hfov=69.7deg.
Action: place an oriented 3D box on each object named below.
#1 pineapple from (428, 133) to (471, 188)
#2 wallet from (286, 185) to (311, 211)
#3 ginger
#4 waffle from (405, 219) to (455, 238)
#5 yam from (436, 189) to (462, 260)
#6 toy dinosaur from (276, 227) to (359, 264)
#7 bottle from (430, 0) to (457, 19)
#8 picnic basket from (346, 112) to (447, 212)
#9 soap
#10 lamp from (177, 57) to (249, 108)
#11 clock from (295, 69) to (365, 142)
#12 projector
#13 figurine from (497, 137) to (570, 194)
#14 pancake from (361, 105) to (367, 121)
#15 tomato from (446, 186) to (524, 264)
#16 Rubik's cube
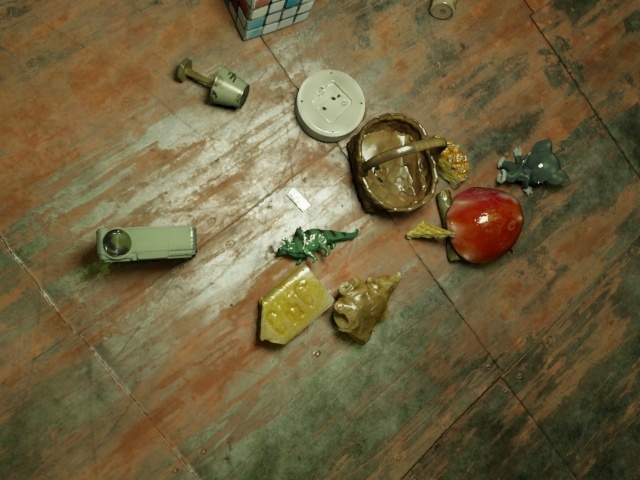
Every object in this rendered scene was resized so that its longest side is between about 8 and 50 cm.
[{"bbox_3d":[0.445,-0.289,1.612,0.233,0.135,0.079,44,76,-5],"label":"pineapple"},{"bbox_3d":[-0.071,-0.138,1.530,0.044,0.011,0.083,-45,97,-13],"label":"wallet"},{"bbox_3d":[0.151,0.193,1.501,0.219,0.123,0.270,47,69,-26],"label":"ginger"},{"bbox_3d":[0.375,-0.017,1.570,0.097,0.153,0.023,-38,128,-18],"label":"waffle"},{"bbox_3d":[0.460,-0.053,1.634,0.061,0.061,0.252,-11,89,-15],"label":"yam"},{"bbox_3d":[0.001,0.018,1.503,0.292,0.079,0.119,-1,87,-18],"label":"toy dinosaur"},{"bbox_3d":[0.465,-0.907,1.694,0.099,0.099,0.152,18,77,-12],"label":"bottle"},{"bbox_3d":[0.259,-0.258,1.470,0.293,0.337,0.336,-15,89,-15],"label":"picnic basket"},{"bbox_3d":[-0.101,0.216,1.456,0.257,0.080,0.160,-40,95,-15],"label":"soap"},{"bbox_3d":[-0.335,-0.495,1.442,0.215,0.121,0.121,26,79,-2],"label":"lamp"},{"bbox_3d":[0.032,-0.451,1.541,0.231,0.083,0.230,1,83,-9],"label":"clock"},{"bbox_3d":[-0.487,0.015,1.318,0.257,0.192,0.099,-3,85,-15],"label":"projector"},{"bbox_3d":[0.765,-0.278,1.696,0.266,0.140,0.192,-2,68,-29],"label":"figurine"},{"bbox_3d":[0.112,-0.460,1.606,0.115,0.011,0.114,1,86,-15],"label":"pancake"},{"bbox_3d":[0.592,-0.069,1.583,0.309,0.170,0.308,8,76,-33],"label":"tomato"},{"bbox_3d":[-0.171,-0.833,1.440,0.259,0.256,0.253,-25,92,-14],"label":"Rubik's cube"}]
